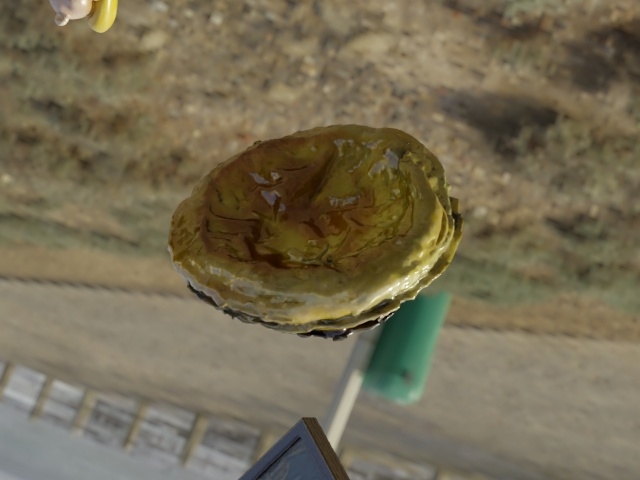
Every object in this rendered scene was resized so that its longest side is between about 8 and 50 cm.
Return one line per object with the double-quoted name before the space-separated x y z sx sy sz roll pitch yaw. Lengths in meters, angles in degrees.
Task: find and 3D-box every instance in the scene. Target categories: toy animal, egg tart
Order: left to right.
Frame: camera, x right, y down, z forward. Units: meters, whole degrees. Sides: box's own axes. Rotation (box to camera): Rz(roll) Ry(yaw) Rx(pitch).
"toy animal" -0.256 -0.285 1.750 0.082 0.114 0.091 3 153 -7
"egg tart" 0.000 0.000 1.303 0.241 0.241 0.106 15 136 30

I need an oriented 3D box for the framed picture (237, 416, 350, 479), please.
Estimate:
"framed picture" -0.014 0.283 1.661 0.023 0.128 0.168 9 -137 -49
